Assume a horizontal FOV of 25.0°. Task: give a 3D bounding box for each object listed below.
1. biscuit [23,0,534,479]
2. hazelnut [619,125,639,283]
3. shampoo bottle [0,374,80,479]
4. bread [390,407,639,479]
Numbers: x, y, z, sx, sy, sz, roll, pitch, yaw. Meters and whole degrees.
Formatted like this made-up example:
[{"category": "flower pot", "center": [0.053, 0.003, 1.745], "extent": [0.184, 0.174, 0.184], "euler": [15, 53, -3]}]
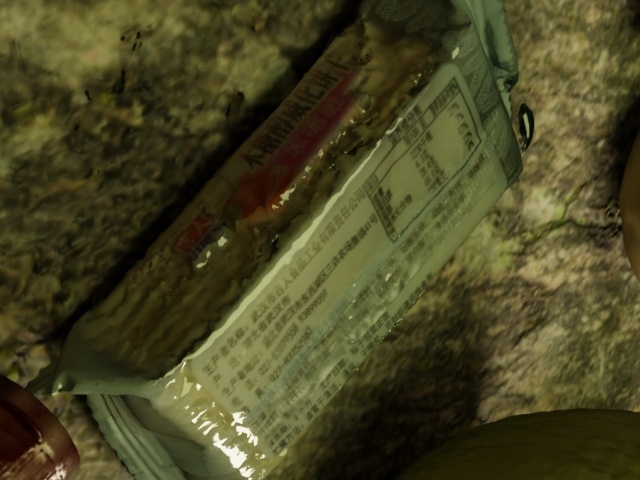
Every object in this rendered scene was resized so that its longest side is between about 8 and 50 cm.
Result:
[{"category": "biscuit", "center": [0.002, 0.002, 0.735], "extent": [0.309, 0.079, 0.186], "euler": [-51, 146, -12]}, {"category": "hazelnut", "center": [0.334, -0.041, 1.026], "extent": [0.261, 0.261, 0.241], "euler": [-23, 100, -40]}, {"category": "shampoo bottle", "center": [-0.207, 0.161, 0.582], "extent": [0.260, 0.064, 0.102], "euler": [-46, 171, -31]}, {"category": "bread", "center": [0.153, 0.259, 0.917], "extent": [0.237, 0.320, 0.320], "euler": [-27, 134, -44]}]
